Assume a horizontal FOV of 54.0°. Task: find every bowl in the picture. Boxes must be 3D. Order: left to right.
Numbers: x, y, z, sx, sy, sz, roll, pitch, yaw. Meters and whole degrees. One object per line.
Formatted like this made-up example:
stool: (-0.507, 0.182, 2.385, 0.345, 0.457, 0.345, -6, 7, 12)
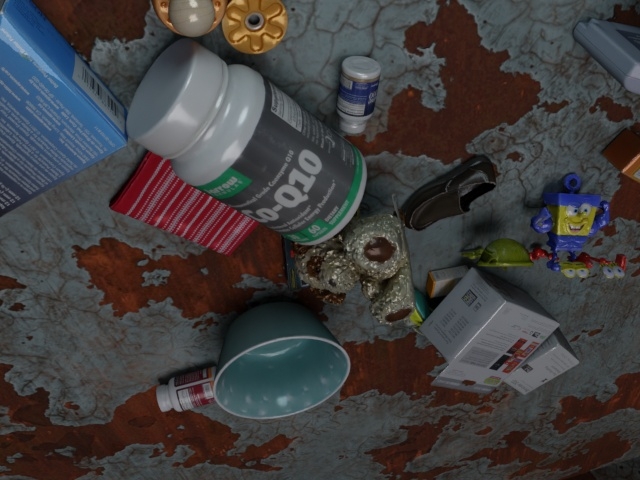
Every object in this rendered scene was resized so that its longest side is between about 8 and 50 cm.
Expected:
bowl: (-0.102, 0.258, 1.448, 0.311, 0.163, 0.312, -10, 136, -10)

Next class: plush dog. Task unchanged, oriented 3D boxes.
plush dog: (0.056, 0.028, 1.223, 0.225, 0.211, 0.262, -9, 136, 14)

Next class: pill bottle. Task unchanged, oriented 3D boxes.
pill bottle: (-0.318, 0.367, 1.539, 0.152, 0.086, 0.086, -14, 136, -4)
pill bottle: (-0.110, -0.149, 1.012, 0.361, 0.204, 0.204, 29, 119, -38)
pill bottle: (0.062, -0.246, 1.072, 0.067, 0.067, 0.120, -5, 135, -14)

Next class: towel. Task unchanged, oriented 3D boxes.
towel: (-0.226, -0.076, 1.171, 0.274, 0.031, 0.199, 25, 122, -37)

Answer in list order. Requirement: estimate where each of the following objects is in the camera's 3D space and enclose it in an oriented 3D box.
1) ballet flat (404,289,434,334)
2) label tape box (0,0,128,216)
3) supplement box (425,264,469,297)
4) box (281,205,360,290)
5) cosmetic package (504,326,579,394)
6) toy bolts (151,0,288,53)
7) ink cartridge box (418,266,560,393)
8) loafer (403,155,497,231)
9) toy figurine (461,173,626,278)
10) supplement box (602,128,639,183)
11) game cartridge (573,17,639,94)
ballet flat: (0.255, 0.197, 1.581, 0.077, 0.077, 0.231, -22, 141, 27)
label tape box: (-0.501, -0.172, 0.923, 0.347, 0.115, 0.249, -26, 136, 11)
supplement box: (0.310, 0.100, 1.524, 0.098, 0.036, 0.062, -9, 135, -10)
box: (0.000, 0.000, 1.312, 0.159, 0.044, 0.233, -11, 136, -9)
cosmetic package: (0.573, 0.299, 1.730, 0.183, 0.151, 0.151, -39, 132, 20)
toy bolts: (-0.092, -0.343, 0.856, 0.228, 0.158, 0.218, -41, 132, 22)
ink cartridge box: (0.401, 0.236, 1.561, 0.309, 0.130, 0.272, 22, 112, -45)
loafer: (0.266, -0.085, 1.294, 0.220, 0.078, 0.080, -38, 133, 19)
toy figurine: (0.517, -0.046, 1.419, 0.362, 0.191, 0.217, 2, 103, -12)
supplement box: (0.729, -0.161, 1.381, 0.233, 0.078, 0.080, 19, 122, -34)
game cartridge: (0.613, -0.307, 1.107, 0.297, 0.198, 0.062, 3, 137, -21)
